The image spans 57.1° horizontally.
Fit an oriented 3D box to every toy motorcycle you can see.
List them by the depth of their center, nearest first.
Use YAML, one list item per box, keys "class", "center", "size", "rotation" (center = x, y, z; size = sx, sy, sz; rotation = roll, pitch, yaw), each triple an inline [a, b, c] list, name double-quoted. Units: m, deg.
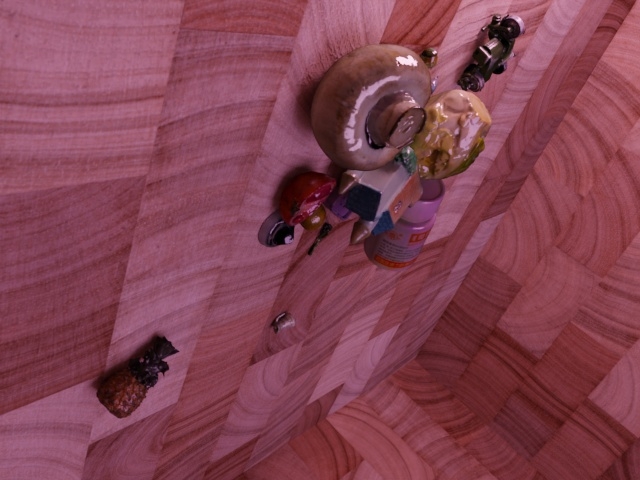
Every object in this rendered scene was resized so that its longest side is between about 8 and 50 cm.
- class: "toy motorcycle"
  center: [0.572, -0.634, 2.008]
  size: [0.205, 0.127, 0.275]
  rotation: [-37, 158, -21]

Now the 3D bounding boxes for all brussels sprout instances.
- class: "brussels sprout"
  center: [0.405, -0.339, 1.937]
  size: [0.344, 0.268, 0.344]
  rotation: [-40, -177, 3]

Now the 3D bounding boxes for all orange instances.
- class: "orange"
  center: [-0.027, -0.079, 1.851]
  size: [0.095, 0.085, 0.085]
  rotation: [-44, 154, 2]

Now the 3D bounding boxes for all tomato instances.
- class: "tomato"
  center: [-0.048, -0.139, 1.731]
  size: [0.173, 0.099, 0.189]
  rotation: [-31, 167, -48]

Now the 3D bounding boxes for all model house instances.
- class: "model house"
  center: [0.154, -0.135, 1.865]
  size: [0.324, 0.194, 0.267]
  rotation: [-56, 153, -14]

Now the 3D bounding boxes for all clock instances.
- class: "clock"
  center: [0.073, -0.136, 1.968]
  size: [0.110, 0.050, 0.153]
  rotation: [-50, 154, 2]

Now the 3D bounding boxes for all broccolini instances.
- class: "broccolini"
  center: [0.000, 0.000, 2.056]
  size: [0.030, 0.035, 0.139]
  rotation: [3, 125, -54]

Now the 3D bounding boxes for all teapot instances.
- class: "teapot"
  center: [-0.144, 0.313, 2.234]
  size: [0.083, 0.057, 0.067]
  rotation: [-28, 109, -30]

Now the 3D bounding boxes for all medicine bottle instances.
- class: "medicine bottle"
  center: [0.308, -0.079, 2.194]
  size: [0.219, 0.219, 0.388]
  rotation: [-30, 151, -34]

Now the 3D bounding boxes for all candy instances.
- class: "candy"
  center: [0.286, -0.517, 1.764]
  size: [0.202, 0.061, 0.061]
  rotation: [-41, 153, -31]

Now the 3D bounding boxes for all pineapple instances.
- class: "pineapple"
  center: [-0.515, 0.384, 1.686]
  size: [0.248, 0.128, 0.128]
  rotation: [-46, 154, -17]

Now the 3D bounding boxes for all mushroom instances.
- class: "mushroom"
  center: [0.142, -0.343, 1.551]
  size: [0.352, 0.260, 0.352]
  rotation: [-29, 144, -23]

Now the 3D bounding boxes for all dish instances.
- class: "dish"
  center: [-0.113, -0.021, 1.804]
  size: [0.141, 0.078, 0.141]
  rotation: [-36, 150, -25]

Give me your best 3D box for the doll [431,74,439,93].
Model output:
- class: "doll"
  center: [0.356, -0.496, 1.939]
  size: [0.114, 0.039, 0.057]
  rotation: [-49, 148, 7]
